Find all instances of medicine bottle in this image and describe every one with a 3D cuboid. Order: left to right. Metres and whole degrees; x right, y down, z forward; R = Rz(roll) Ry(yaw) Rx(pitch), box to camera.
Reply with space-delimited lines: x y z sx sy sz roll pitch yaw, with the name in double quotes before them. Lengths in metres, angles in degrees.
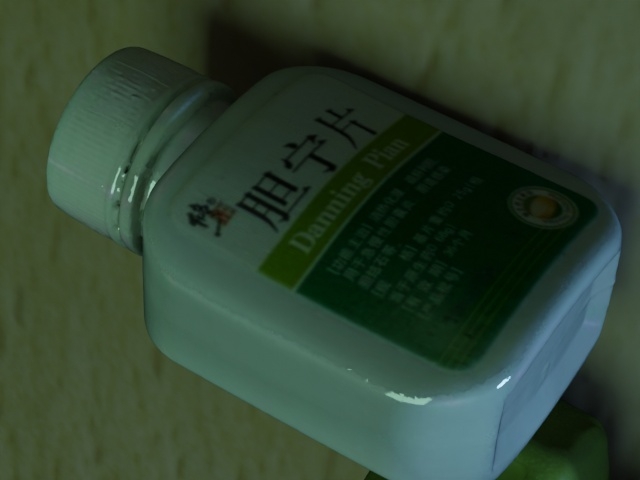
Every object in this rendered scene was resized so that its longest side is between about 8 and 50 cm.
"medicine bottle" 0.000 0.000 0.664 0.183 0.119 0.069 26 142 21

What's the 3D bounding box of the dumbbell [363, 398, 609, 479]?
"dumbbell" 0.148 0.157 0.695 0.302 0.121 0.108 29 168 17
